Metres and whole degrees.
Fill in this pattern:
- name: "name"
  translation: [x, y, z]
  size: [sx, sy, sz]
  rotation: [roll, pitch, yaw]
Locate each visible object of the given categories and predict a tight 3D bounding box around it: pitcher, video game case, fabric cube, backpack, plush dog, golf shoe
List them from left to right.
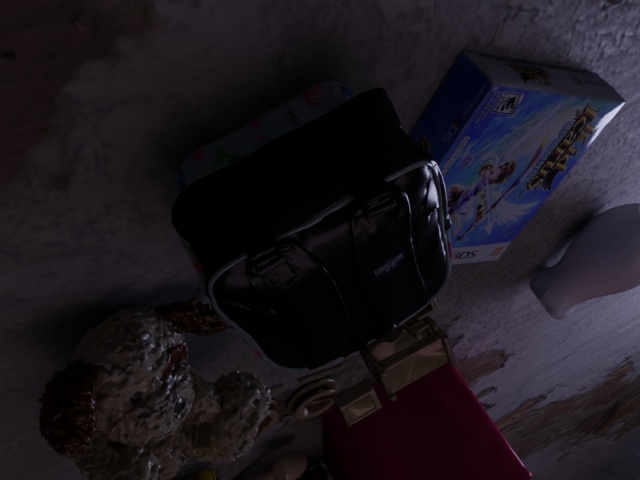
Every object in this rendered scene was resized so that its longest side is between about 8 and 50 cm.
- name: "plush dog"
  translation: [-0.194, 0.167, 0.813]
  size: [0.262, 0.210, 0.226]
  rotation: [-43, 146, -44]
- name: "golf shoe"
  translation: [-0.009, 0.487, 1.498]
  size: [0.085, 0.068, 0.186]
  rotation: [-19, 143, 12]
- name: "backpack"
  translation: [0.000, 0.000, 0.702]
  size: [0.225, 0.191, 0.253]
  rotation: [-30, 142, -1]
- name: "fabric cube"
  translation: [0.169, 0.398, 1.343]
  size: [0.254, 0.258, 0.259]
  rotation: [-25, 148, -15]
- name: "video game case"
  translation: [0.189, -0.079, 0.893]
  size: [0.244, 0.061, 0.270]
  rotation: [-5, 138, -40]
- name: "pitcher"
  translation: [0.463, 0.027, 1.251]
  size: [0.207, 0.125, 0.177]
  rotation: [-43, 170, 35]

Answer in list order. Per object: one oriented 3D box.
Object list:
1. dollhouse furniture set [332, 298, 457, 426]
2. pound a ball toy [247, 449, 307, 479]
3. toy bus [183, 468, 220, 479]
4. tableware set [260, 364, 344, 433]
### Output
- name: "dollhouse furniture set"
  translation: [0.075, 0.137, 1.091]
  size: [0.181, 0.101, 0.161]
  rotation: [-28, 124, -8]
- name: "pound a ball toy"
  translation: [-0.092, 0.499, 1.350]
  size: [0.319, 0.208, 0.135]
  rotation: [-33, 169, 34]
- name: "toy bus"
  translation: [-0.245, 0.477, 1.194]
  size: [0.211, 0.149, 0.220]
  rotation: [0, 119, -10]
- name: "tableware set"
  translation: [-0.052, 0.263, 1.163]
  size: [0.194, 0.039, 0.128]
  rotation: [-13, 143, -30]
